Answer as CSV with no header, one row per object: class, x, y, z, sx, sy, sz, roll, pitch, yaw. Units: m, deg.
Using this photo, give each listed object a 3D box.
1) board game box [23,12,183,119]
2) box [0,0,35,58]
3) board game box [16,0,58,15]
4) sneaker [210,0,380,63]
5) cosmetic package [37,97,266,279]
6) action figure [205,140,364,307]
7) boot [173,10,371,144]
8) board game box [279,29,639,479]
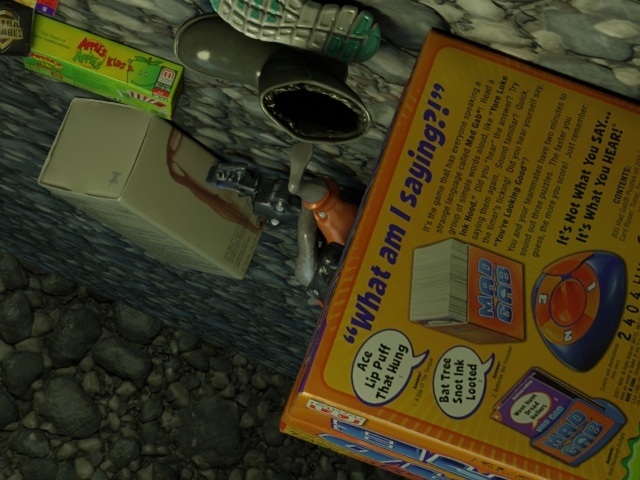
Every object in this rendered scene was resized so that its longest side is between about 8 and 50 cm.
board game box,-0.248,-0.198,2.037,0.181,0.043,0.092,20,168,-1
box,-0.516,-0.247,1.934,0.293,0.073,0.295,9,-171,36
board game box,-0.338,-0.294,1.749,0.193,0.045,0.147,22,168,-9
sneaker,-0.027,-0.200,1.639,0.166,0.065,0.076,24,177,1
cosmetic package,-0.212,-0.066,2.363,0.153,0.129,0.296,13,167,34
action figure,0.000,0.000,2.225,0.341,0.178,0.330,17,158,5
boot,-0.049,-0.148,1.658,0.190,0.076,0.208,8,-156,-3
board game box,0.192,0.064,1.736,0.356,0.356,0.356,20,168,0
